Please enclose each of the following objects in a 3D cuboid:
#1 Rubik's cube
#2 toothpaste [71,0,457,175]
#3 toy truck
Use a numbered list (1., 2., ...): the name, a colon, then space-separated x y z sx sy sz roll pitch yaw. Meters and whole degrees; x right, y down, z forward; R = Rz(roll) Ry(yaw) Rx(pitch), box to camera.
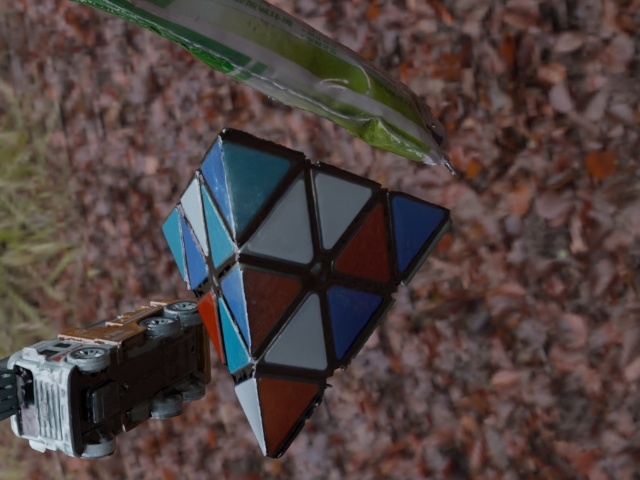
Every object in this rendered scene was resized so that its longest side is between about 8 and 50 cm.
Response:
1. Rubik's cube: 0.000 0.000 1.079 0.250 0.234 0.284 -153 51 -64
2. toothpaste: -0.044 -0.099 0.570 0.047 0.248 0.078 -59 16 21
3. toy truck: -0.291 0.169 1.537 0.184 0.338 0.133 6 105 28
